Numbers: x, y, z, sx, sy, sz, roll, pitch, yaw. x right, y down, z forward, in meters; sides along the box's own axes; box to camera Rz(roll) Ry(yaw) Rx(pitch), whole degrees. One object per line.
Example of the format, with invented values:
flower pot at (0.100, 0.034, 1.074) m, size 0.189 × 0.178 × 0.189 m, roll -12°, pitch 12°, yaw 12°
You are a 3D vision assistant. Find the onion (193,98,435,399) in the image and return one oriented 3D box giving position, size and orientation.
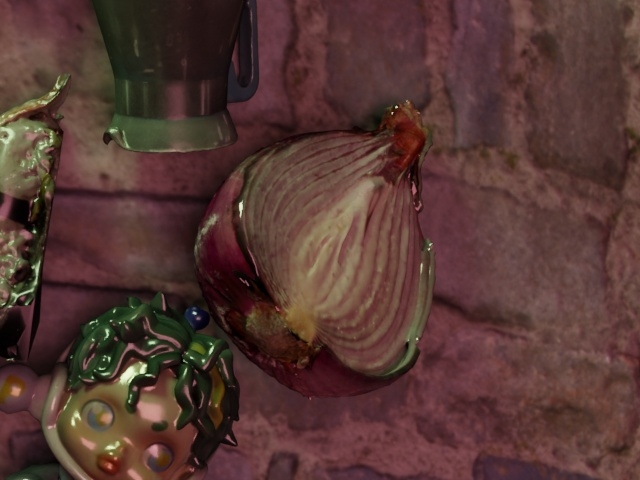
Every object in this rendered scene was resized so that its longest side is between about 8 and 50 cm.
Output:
onion at (0.000, 0.000, 1.182) m, size 0.267 × 0.159 × 0.349 m, roll 52°, pitch 46°, yaw -19°

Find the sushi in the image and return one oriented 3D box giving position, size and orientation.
sushi at (-0.309, -0.032, 1.068) m, size 0.109 × 0.134 × 0.273 m, roll 8°, pitch 95°, yaw -15°

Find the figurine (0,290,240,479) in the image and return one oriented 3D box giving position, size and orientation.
figurine at (-0.226, 0.226, 1.105) m, size 0.261 × 0.186 × 0.382 m, roll 38°, pitch 85°, yaw -26°

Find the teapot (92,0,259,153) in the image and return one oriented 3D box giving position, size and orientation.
teapot at (-0.136, -0.206, 1.099) m, size 0.203 × 0.171 × 0.225 m, roll -17°, pitch 114°, yaw -48°
